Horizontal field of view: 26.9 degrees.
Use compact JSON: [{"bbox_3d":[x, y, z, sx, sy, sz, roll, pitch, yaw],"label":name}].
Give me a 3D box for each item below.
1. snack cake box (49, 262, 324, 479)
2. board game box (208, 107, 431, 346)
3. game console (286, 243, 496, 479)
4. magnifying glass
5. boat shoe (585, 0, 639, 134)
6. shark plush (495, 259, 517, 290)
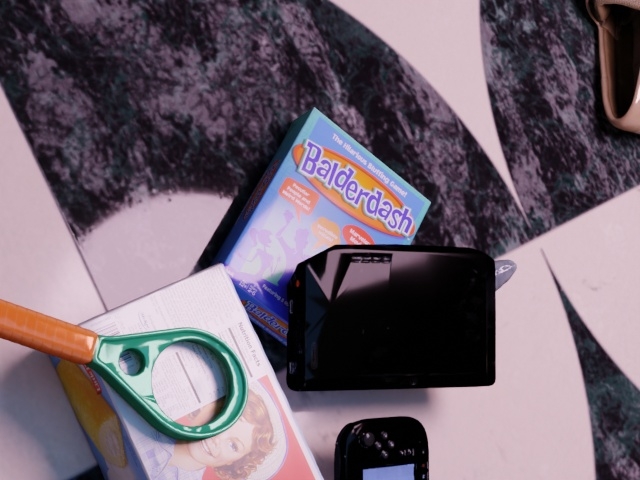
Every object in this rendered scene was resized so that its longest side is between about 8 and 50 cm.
[{"bbox_3d":[-0.107,0.171,1.156,0.152,0.089,0.264,-23,88,-35],"label":"snack cake box"},{"bbox_3d":[0.000,0.000,1.298,0.160,0.047,0.210,37,59,-17],"label":"board game box"},{"bbox_3d":[0.071,0.184,1.247,0.213,0.044,0.361,1,87,-29],"label":"game console"},{"bbox_3d":[-0.163,0.096,1.080,0.231,0.026,0.092,23,65,-25],"label":"magnifying glass"},{"bbox_3d":[0.376,-0.290,1.572,0.110,0.122,0.341,5,74,-31],"label":"boat shoe"},{"bbox_3d":[0.120,0.049,1.343,0.161,0.067,0.073,-6,78,-32],"label":"shark plush"}]
